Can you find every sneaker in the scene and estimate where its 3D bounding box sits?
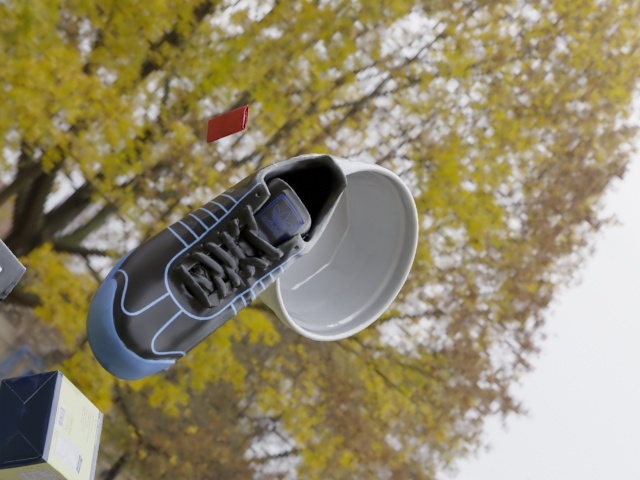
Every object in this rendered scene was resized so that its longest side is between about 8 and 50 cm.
[{"bbox_3d":[-0.066,0.007,0.784,0.090,0.232,0.081,-30,-78,44],"label":"sneaker"}]

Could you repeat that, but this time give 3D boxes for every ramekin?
[{"bbox_3d":[0.000,0.000,1.274,0.109,0.207,0.207,28,-23,46],"label":"ramekin"}]

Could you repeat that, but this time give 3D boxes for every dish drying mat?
[{"bbox_3d":[-0.113,-0.141,1.370,0.008,0.032,0.083,12,-15,-35],"label":"dish drying mat"}]

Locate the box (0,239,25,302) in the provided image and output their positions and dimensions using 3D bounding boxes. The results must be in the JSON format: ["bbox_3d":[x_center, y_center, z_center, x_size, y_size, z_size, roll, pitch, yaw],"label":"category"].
[{"bbox_3d":[-0.519,0.003,1.479,0.207,0.108,0.153,22,-25,31],"label":"box"}]

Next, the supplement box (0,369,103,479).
[{"bbox_3d":[-0.233,0.169,0.956,0.056,0.083,0.083,-10,-38,15],"label":"supplement box"}]
